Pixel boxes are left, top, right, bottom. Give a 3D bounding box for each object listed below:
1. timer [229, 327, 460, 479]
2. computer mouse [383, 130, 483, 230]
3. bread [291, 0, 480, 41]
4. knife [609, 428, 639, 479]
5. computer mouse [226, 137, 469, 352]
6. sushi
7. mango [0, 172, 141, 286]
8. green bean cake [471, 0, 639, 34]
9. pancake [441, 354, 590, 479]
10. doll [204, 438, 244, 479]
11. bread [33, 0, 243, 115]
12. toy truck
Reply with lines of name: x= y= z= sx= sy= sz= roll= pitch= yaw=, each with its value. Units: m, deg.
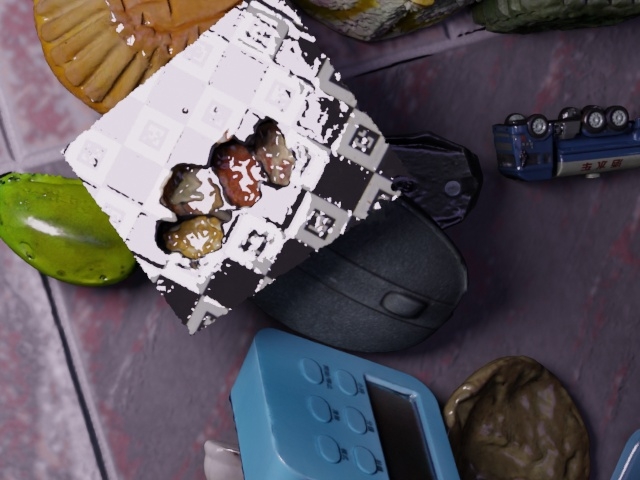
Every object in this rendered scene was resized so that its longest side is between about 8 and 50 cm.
timer: x=0.039 y=0.214 z=1.784 sx=0.250 sy=0.232 sz=0.091 roll=10 pitch=126 yaw=-21
computer mouse: x=0.076 y=-0.067 z=1.894 sx=0.231 sy=0.071 sz=0.126 roll=-3 pitch=103 yaw=-7
bread: x=0.074 y=-0.325 z=1.870 sx=0.261 sy=0.158 sz=0.156 roll=25 pitch=69 yaw=-17
knife: x=0.357 y=0.341 z=2.002 sx=0.058 sy=0.032 sz=0.244 roll=34 pitch=81 yaw=-24
computer mouse: x=-0.001 y=0.003 z=1.806 sx=0.374 sy=0.114 sz=0.203 roll=33 pitch=108 yaw=-12
sushi: x=-0.085 y=-0.081 z=1.710 sx=0.290 sy=0.050 sz=0.264 roll=-37 pitch=84 yaw=6
mango: x=-0.272 y=-0.013 z=1.750 sx=0.178 sy=0.100 sz=0.119 roll=20 pitch=43 yaw=-11
green bean cake: x=0.289 y=-0.298 z=1.922 sx=0.185 sy=0.183 sz=0.094 roll=-4 pitch=90 yaw=-21
pancake: x=0.227 y=0.258 z=1.946 sx=0.242 sy=0.050 sz=0.242 roll=-1 pitch=93 yaw=-28
doll: x=-0.053 y=0.422 z=1.785 sx=0.348 sy=0.161 sz=0.423 roll=34 pitch=76 yaw=3
bread: x=-0.176 y=-0.258 z=1.770 sx=0.274 sy=0.149 sz=0.274 roll=4 pitch=79 yaw=-20
toy truck: x=0.310 y=-0.118 z=1.985 sx=0.202 sy=0.074 sz=0.088 roll=-7 pitch=99 yaw=-21
